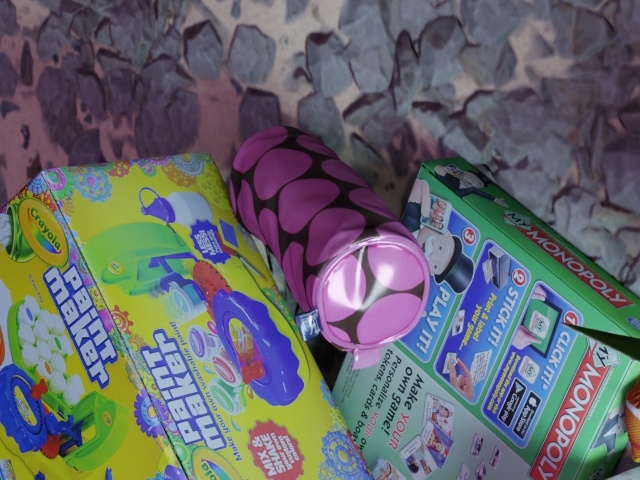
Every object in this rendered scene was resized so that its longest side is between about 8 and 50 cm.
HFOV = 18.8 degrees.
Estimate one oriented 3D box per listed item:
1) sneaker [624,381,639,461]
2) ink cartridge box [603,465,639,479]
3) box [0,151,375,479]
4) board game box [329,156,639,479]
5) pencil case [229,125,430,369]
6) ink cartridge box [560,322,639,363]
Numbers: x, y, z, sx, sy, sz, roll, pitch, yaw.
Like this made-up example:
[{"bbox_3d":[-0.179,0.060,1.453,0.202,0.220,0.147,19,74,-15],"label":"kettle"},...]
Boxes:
[{"bbox_3d":[0.266,0.135,1.184,0.175,0.064,0.067,24,139,42],"label":"sneaker"},{"bbox_3d":[0.208,0.252,1.205,0.176,0.127,0.128,45,127,30],"label":"ink cartridge box"},{"bbox_3d":[-0.160,0.132,1.434,0.279,0.177,0.290,-38,72,37],"label":"box"},{"bbox_3d":[0.101,0.132,1.348,0.213,0.046,0.317,41,125,32],"label":"board game box"},{"bbox_3d":[0.000,0.000,1.348,0.209,0.095,0.098,-124,26,-58],"label":"pencil case"},{"bbox_3d":[0.284,0.052,1.035,0.255,0.188,0.097,24,101,52],"label":"ink cartridge box"}]
